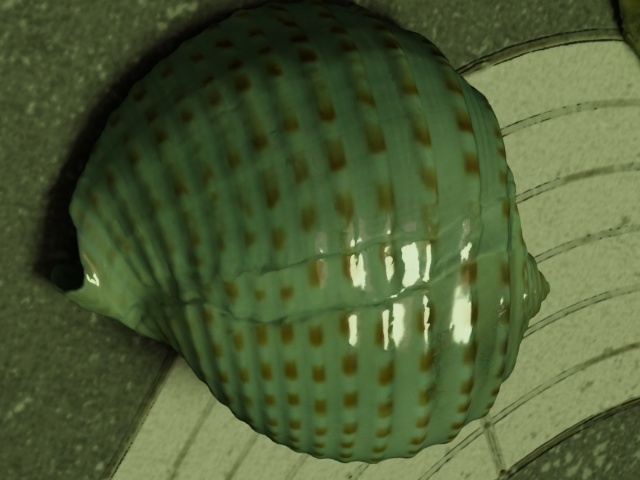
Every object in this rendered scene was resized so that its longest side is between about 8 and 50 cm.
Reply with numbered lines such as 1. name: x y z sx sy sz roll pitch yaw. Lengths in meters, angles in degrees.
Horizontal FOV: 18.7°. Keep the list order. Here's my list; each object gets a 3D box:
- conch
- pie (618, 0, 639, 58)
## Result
1. conch: 0.013 0.004 1.266 0.319 0.215 0.303 -4 108 -38
2. pie: 0.358 -0.238 1.483 0.339 0.077 0.339 -13 118 -27
